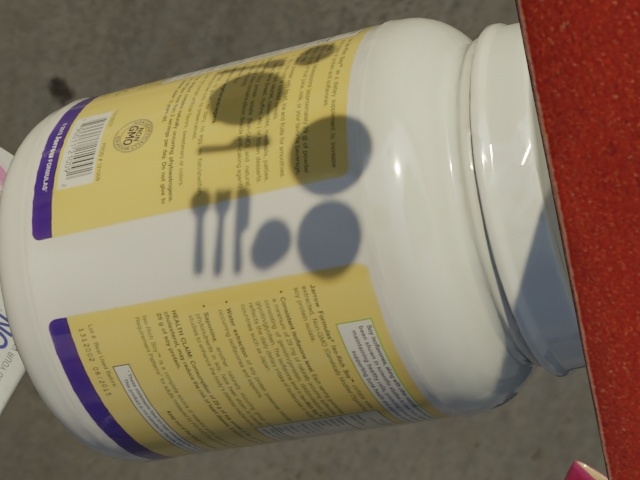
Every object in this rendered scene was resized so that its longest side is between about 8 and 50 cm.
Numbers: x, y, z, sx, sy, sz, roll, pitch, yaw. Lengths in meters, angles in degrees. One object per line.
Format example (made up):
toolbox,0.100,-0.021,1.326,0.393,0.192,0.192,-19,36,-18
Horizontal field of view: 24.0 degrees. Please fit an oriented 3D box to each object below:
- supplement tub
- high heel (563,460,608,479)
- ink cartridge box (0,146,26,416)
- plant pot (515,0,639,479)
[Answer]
supplement tub,0.000,0.000,0.926,0.331,0.241,0.241,-11,104,22
high heel,0.318,0.257,1.334,0.244,0.082,0.117,-6,70,43
ink cartridge box,-0.377,-0.008,1.320,0.330,0.324,0.071,34,123,-11
plant pot,0.218,-0.045,0.441,0.236,0.267,0.267,0,126,24
